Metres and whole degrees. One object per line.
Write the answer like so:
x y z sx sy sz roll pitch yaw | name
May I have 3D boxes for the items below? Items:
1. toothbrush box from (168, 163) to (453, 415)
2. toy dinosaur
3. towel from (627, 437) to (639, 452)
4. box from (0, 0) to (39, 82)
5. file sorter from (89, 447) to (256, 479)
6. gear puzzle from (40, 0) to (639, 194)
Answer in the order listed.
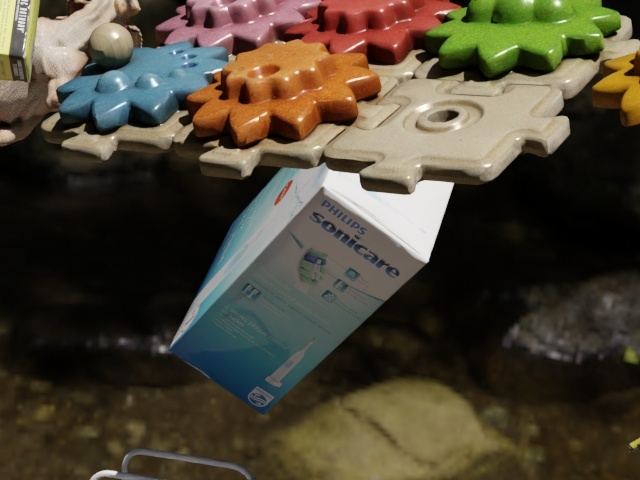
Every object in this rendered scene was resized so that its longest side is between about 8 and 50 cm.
0.000 0.000 1.493 0.126 0.295 0.216 36 42 -11 | toothbrush box
-0.285 -0.161 1.501 0.295 0.127 0.200 -27 12 18 | toy dinosaur
0.372 0.207 1.662 0.009 0.083 0.060 52 4 19 | towel
-0.348 -0.185 1.221 0.232 0.087 0.058 4 -20 -7 | box
-0.203 0.349 1.572 0.192 0.173 0.277 4 15 27 | file sorter
0.040 -0.080 0.658 0.338 0.044 0.175 7 33 33 | gear puzzle
